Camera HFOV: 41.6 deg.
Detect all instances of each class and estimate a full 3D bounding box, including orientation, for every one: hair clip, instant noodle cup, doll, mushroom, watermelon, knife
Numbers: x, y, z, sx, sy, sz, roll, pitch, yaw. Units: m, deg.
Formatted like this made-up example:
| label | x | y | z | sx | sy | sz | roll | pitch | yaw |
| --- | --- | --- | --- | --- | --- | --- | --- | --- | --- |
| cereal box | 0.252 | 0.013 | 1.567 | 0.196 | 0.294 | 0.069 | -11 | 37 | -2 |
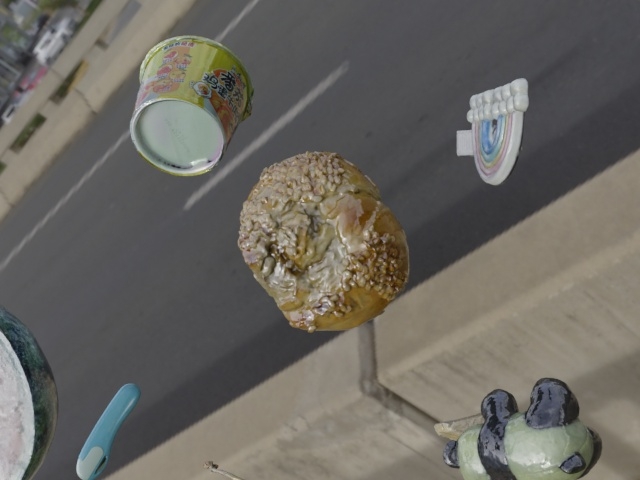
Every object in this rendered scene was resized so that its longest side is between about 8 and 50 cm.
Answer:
| label | x | y | z | sx | sy | sz | roll | pitch | yaw |
| --- | --- | --- | --- | --- | --- | --- | --- | --- | --- |
| hair clip | 0.252 | -0.149 | 1.208 | 0.220 | 0.054 | 0.140 | -163 | 75 | -81 |
| instant noodle cup | -0.287 | -0.278 | 1.806 | 0.264 | 0.264 | 0.200 | -38 | 27 | 35 |
| doll | 0.296 | 0.300 | 1.234 | 0.234 | 0.144 | 0.135 | -25 | 14 | 46 |
| mushroom | -0.112 | 0.462 | 1.573 | 0.286 | 0.026 | 0.028 | 10 | 23 | 34 |
| watermelon | -0.502 | 0.239 | 1.282 | 0.226 | 0.319 | 0.148 | -10 | -1 | 10 |
| knife | -0.454 | 0.409 | 1.805 | 0.222 | 0.064 | 0.031 | -62 | 19 | -15 |

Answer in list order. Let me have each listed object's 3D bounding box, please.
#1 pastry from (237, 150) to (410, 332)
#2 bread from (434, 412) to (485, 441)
| label | x | y | z | sx | sy | sz | roll | pitch | yaw |
| --- | --- | --- | --- | --- | --- | --- | --- | --- | --- |
| pastry | 0.000 | 0.000 | 1.375 | 0.255 | 0.311 | 0.162 | -38 | -7 | 5 |
| bread | 0.295 | 0.367 | 1.532 | 0.077 | 0.152 | 0.105 | 123 | 135 | -68 |
